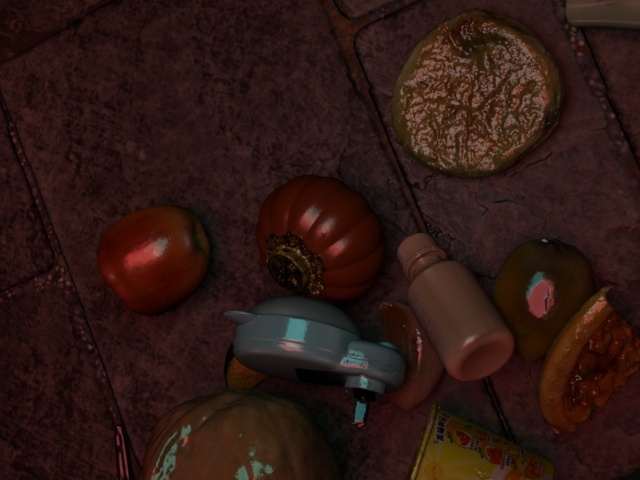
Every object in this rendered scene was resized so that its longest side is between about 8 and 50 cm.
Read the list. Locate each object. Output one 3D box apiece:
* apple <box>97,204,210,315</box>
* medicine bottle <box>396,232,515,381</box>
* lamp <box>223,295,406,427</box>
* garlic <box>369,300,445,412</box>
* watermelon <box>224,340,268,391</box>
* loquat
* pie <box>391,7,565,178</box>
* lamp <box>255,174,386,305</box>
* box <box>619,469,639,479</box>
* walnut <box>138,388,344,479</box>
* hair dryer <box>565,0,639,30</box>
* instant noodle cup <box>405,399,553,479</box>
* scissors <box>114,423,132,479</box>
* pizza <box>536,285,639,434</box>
[{"bbox_3d":[-0.278,0.026,1.639,0.199,0.199,0.199,0,89,17],"label":"apple"},{"bbox_3d":[0.196,0.092,1.479,0.114,0.114,0.252,-40,47,13],"label":"medicine bottle"},{"bbox_3d":[-0.006,0.172,1.489,0.284,0.209,0.147,28,76,13],"label":"lamp"},{"bbox_3d":[0.138,0.201,1.559,0.129,0.090,0.198,10,99,32],"label":"garlic"},{"bbox_3d":[-0.106,0.183,1.651,0.181,0.075,0.092,-39,122,14],"label":"watermelon"},{"bbox_3d":[0.339,0.091,1.461,0.152,0.152,0.195,12,101,17],"label":"loquat"},{"bbox_3d":[0.248,-0.228,1.532,0.277,0.078,0.276,1,92,22],"label":"pie"},{"bbox_3d":[0.000,0.000,1.537,0.223,0.196,0.223,22,134,25],"label":"lamp"},{"bbox_3d":[0.485,0.418,1.375,0.148,0.210,0.129,-32,88,14],"label":"box"},{"bbox_3d":[-0.125,0.416,1.504,0.381,0.381,0.381,0,89,17],"label":"walnut"},{"bbox_3d":[0.493,-0.290,1.433,0.296,0.119,0.298,28,110,29],"label":"hair dryer"},{"bbox_3d":[0.223,0.394,1.441,0.200,0.264,0.264,18,95,9],"label":"instant noodle cup"},{"bbox_3d":[-0.351,0.441,1.731,0.088,0.017,0.220,-8,86,17],"label":"scissors"},{"bbox_3d":[0.417,0.185,1.430,0.058,0.197,0.292,-123,34,-47],"label":"pizza"}]
